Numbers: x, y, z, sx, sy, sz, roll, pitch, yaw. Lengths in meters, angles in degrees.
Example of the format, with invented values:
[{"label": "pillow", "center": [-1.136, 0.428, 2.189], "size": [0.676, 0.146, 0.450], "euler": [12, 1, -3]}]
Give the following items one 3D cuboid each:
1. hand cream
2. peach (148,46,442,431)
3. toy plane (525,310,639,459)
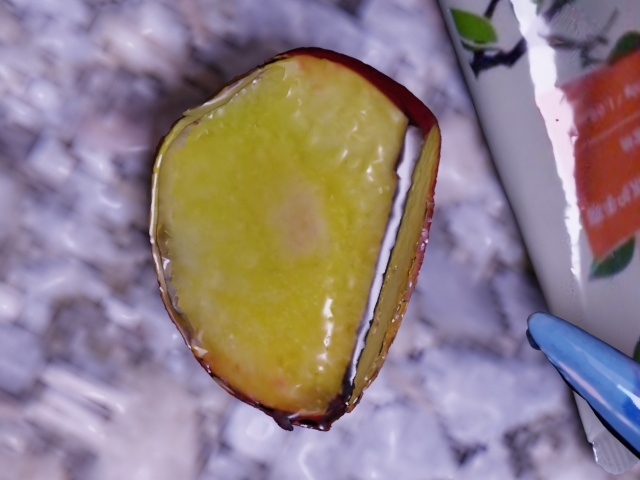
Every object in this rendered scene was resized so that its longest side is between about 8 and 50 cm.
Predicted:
[{"label": "hand cream", "center": [0.062, -0.058, 0.459], "size": [0.080, 0.050, 0.234], "euler": [-27, 102, -18]}, {"label": "peach", "center": [0.000, 0.000, 0.433], "size": [0.077, 0.050, 0.083], "euler": [-27, 86, 9]}, {"label": "toy plane", "center": [0.141, 0.095, 0.456], "size": [0.246, 0.078, 0.169], "euler": [36, 80, -7]}]
